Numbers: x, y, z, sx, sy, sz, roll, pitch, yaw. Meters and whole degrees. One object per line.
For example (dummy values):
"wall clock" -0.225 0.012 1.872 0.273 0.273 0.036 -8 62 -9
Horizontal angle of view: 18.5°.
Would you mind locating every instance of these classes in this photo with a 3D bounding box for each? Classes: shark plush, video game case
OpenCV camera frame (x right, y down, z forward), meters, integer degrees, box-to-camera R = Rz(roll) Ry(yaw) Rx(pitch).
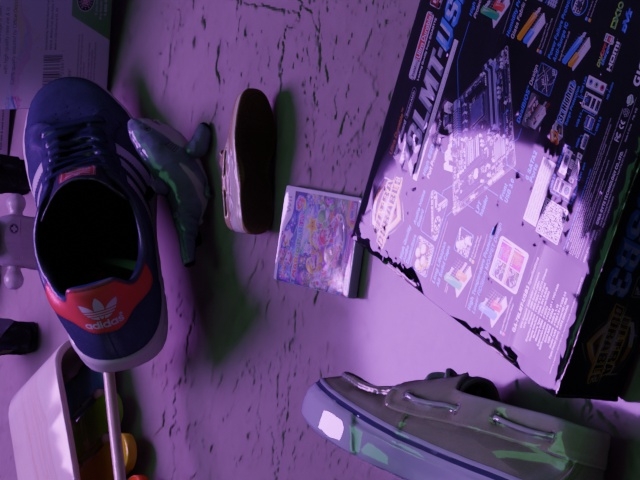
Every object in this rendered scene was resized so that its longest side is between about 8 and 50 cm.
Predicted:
"shark plush" -0.147 -0.044 1.901 0.073 0.067 0.161 -29 61 51
"video game case" 0.000 0.000 1.726 0.122 0.011 0.087 12 95 56

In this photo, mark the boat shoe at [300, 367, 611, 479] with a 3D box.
"boat shoe" 0.106 0.147 1.485 0.302 0.109 0.094 20 86 46

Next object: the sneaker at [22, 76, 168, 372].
"sneaker" -0.226 -0.049 1.909 0.148 0.131 0.350 72 178 -55

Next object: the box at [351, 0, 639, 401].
"box" 0.158 -0.076 1.450 0.293 0.073 0.296 38 117 52

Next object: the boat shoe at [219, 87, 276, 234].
"boat shoe" -0.073 -0.072 1.811 0.045 0.050 0.135 -5 81 50

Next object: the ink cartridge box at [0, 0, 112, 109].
"ink cartridge box" -0.335 -0.220 2.061 0.093 0.212 0.154 31 120 54

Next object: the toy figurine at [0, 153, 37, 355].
"toy figurine" -0.391 0.014 2.184 0.213 0.148 0.209 -63 39 28

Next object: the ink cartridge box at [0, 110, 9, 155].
"ink cartridge box" -0.486 -0.144 2.293 0.148 0.203 0.086 19 107 56

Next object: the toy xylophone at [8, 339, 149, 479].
"toy xylophone" -0.227 0.234 1.964 0.236 0.081 0.323 -34 58 49
